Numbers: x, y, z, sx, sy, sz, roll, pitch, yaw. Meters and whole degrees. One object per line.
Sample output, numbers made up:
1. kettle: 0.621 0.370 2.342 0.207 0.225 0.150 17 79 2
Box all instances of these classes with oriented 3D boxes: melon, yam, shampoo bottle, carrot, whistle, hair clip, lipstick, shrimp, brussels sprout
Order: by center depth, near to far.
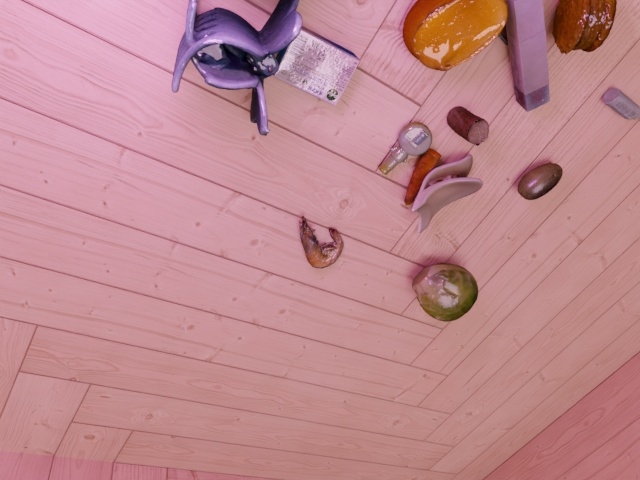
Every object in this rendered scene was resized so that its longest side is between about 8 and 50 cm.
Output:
1. hair clip: -0.201 -0.437 1.118 0.238 0.318 0.392 13 123 -20
2. lipstick: 0.582 -0.535 1.363 0.080 0.076 0.371 -26 137 10
3. yam: 0.447 -0.351 1.470 0.084 0.127 0.084 -10 128 -14
4. whistle: 0.261 -0.281 1.512 0.104 0.057 0.198 37 112 -22
5. hair clip: 0.404 -0.168 1.587 0.282 0.113 0.172 -31 149 3
6. carrot: 0.324 -0.201 1.593 0.061 0.061 0.209 8 126 -21
7. shampoo bottle: 1.011 -0.436 1.601 0.195 0.056 0.056 21 118 -28
8. shrimp: -0.001 -0.001 1.666 0.143 0.052 0.251 -30 136 -5
9. melon: 0.761 -0.206 1.679 0.162 0.099 0.099 -38 126 8
10. brussels sprout: 0.475 0.191 1.838 0.244 0.244 0.244 -7 127 -10

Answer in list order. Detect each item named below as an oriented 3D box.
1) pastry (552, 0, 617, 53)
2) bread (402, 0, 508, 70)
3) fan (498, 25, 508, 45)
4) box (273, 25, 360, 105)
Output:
1. pastry: 0.712 -0.604 1.311 0.103 0.188 0.188 1 127 1
2. bread: 0.349 -0.570 1.262 0.270 0.142 0.195 -28 129 21
3. fan: 0.519 -0.613 1.366 0.220 0.009 0.132 -23 126 1
4. box: -0.014 -0.467 1.290 0.194 0.073 0.139 18 120 -26
